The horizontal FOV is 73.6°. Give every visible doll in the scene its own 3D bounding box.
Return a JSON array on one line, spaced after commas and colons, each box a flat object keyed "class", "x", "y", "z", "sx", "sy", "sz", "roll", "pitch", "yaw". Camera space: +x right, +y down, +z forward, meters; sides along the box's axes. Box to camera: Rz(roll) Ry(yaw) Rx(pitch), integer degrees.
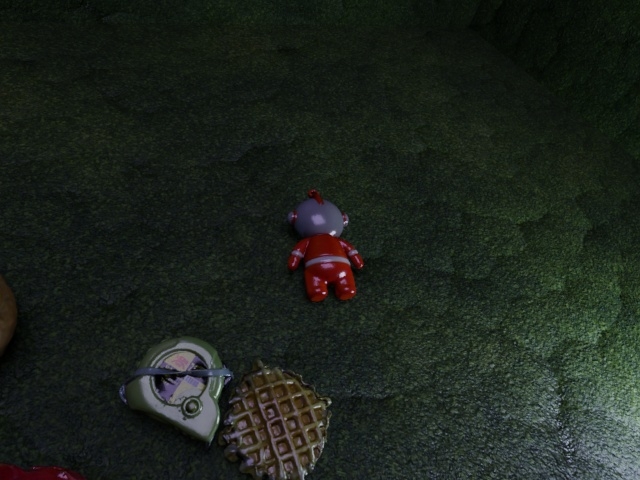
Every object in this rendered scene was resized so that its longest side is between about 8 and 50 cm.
[{"class": "doll", "x": 0.000, "y": 0.000, "z": 1.128, "sx": 0.199, "sy": 0.105, "sz": 0.337, "roll": -2, "pitch": 58, "yaw": -16}]

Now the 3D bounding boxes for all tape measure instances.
[{"class": "tape measure", "x": -0.262, "y": 0.273, "z": 0.808, "sx": 0.199, "sy": 0.106, "sz": 0.175, "roll": 22, "pitch": 59, "yaw": 3}]

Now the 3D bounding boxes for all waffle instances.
[{"class": "waffle", "x": -0.084, "y": 0.346, "z": 0.821, "sx": 0.207, "sy": 0.054, "sz": 0.214, "roll": 28, "pitch": 46, "yaw": 1}]

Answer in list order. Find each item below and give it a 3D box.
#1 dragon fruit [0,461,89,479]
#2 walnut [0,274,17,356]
[{"class": "dragon fruit", "x": -0.427, "y": 0.461, "z": 0.517, "sx": 0.370, "sy": 0.249, "sz": 0.386, "roll": 3, "pitch": 47, "yaw": -7}, {"class": "walnut", "x": -0.667, "y": 0.129, "z": 0.743, "sx": 0.256, "sy": 0.224, "sz": 0.257, "roll": -3, "pitch": 79, "yaw": 14}]
